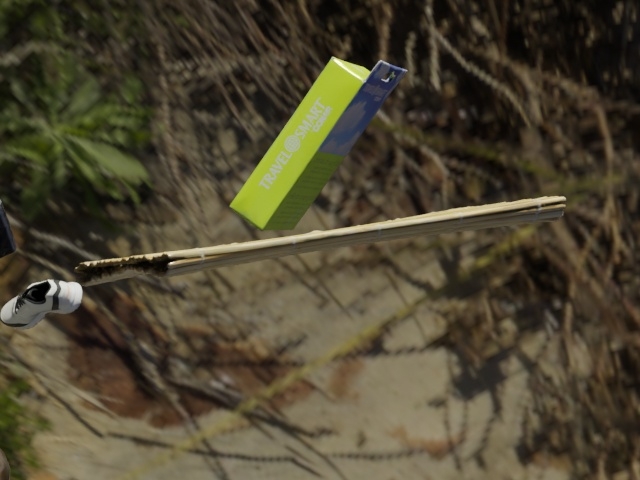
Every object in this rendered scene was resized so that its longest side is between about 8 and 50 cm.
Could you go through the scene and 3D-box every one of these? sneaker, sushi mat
[{"bbox_3d":[-0.290,0.060,1.972,0.109,0.044,0.040,-22,60,37],"label":"sneaker"},{"bbox_3d":[0.000,0.000,1.353,0.317,0.151,0.019,-9,92,-29],"label":"sushi mat"}]

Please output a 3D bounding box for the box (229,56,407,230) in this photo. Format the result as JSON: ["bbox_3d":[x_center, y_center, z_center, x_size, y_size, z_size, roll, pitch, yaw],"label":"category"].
[{"bbox_3d":[-0.001,-0.090,1.700,0.042,0.109,0.178,37,99,11],"label":"box"}]

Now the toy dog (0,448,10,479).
[{"bbox_3d":[-0.460,0.300,1.814,0.408,0.284,0.395,-13,99,26],"label":"toy dog"}]

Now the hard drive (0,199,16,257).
[{"bbox_3d":[-0.374,-0.005,1.095,0.339,0.064,0.237,-32,65,-14],"label":"hard drive"}]
